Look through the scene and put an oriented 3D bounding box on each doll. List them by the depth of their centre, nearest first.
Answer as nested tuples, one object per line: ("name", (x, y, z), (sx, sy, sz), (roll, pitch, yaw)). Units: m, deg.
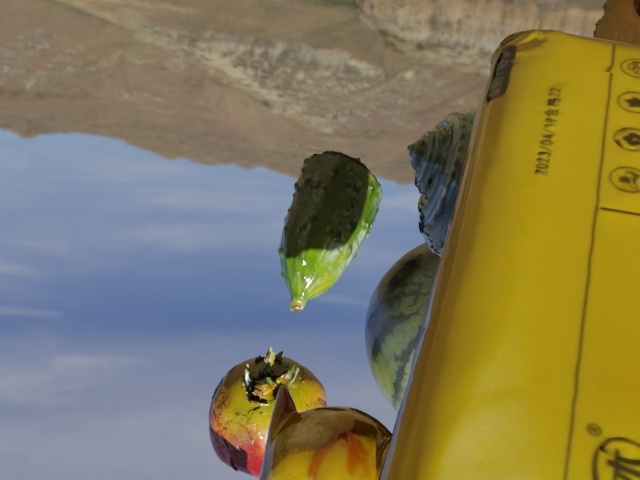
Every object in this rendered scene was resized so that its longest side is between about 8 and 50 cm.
("doll", (0.066, 0.228, 0.708), (0.269, 0.167, 0.162), (11, -162, 21))

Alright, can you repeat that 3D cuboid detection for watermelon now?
("watermelon", (0.202, 0.138, 1.261), (0.278, 0.279, 0.359), (11, 152, 11))

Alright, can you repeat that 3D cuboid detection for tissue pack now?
("tissue pack", (0.190, 0.094, 0.457), (0.293, 0.228, 0.382), (14, -131, 9))

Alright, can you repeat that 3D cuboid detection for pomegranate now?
("pomegranate", (-0.084, 0.288, 1.429), (0.210, 0.235, 0.210), (2, -136, -2))

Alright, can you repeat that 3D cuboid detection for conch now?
("conch", (0.168, -0.032, 0.838), (0.200, 0.172, 0.131), (37, -144, 11))

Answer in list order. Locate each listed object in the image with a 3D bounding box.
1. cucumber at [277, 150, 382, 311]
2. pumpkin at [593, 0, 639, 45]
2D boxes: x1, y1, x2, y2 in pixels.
("cucumber", (-0.001, -0.002, 1.218), (0.134, 0.134, 0.245), (11, -128, 10))
("pumpkin", (0.444, -0.186, 0.825), (0.232, 0.242, 0.325), (28, 179, -19))
